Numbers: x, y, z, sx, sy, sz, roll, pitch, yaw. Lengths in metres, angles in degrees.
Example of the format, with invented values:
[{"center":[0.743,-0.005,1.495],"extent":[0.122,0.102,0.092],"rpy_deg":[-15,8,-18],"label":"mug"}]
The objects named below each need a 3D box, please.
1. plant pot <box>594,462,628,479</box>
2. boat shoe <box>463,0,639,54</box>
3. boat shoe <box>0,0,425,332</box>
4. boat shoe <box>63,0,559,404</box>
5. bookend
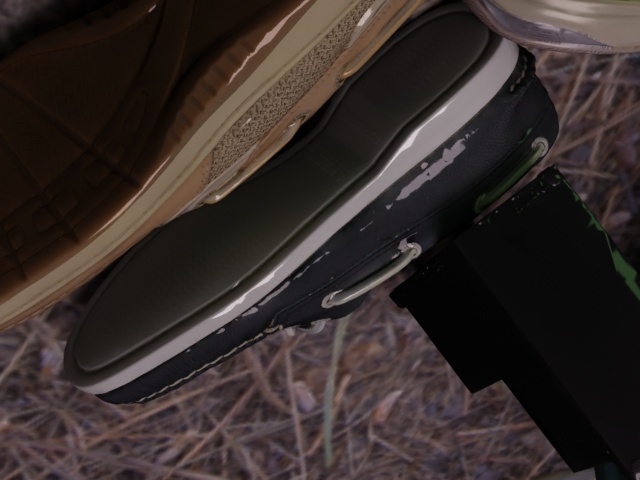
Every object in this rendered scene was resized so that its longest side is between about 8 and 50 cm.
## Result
[{"center":[0.372,0.068,0.997],"extent":[0.341,0.341,0.334],"rpy_deg":[-3,141,-23],"label":"plant pot"},{"center":[0.228,-0.167,0.954],"extent":[0.324,0.123,0.116],"rpy_deg":[-4,123,-25],"label":"boat shoe"},{"center":[-0.067,-0.062,0.888],"extent":[0.341,0.122,0.110],"rpy_deg":[-40,148,7],"label":"boat shoe"},{"center":[0.000,0.000,0.973],"extent":[0.302,0.114,0.091],"rpy_deg":[-36,126,5],"label":"boat shoe"},{"center":[0.127,0.057,0.997],"extent":[0.072,0.157,0.156],"rpy_deg":[-36,176,-16],"label":"bookend"}]
